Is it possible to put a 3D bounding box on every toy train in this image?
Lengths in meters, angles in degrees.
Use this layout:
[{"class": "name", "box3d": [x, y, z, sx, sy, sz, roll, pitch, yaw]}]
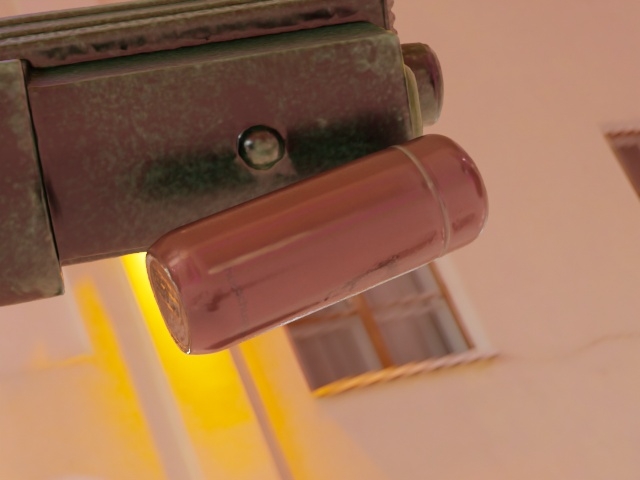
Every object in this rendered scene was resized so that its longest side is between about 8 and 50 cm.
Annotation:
[{"class": "toy train", "box3d": [-0.090, -0.046, 0.722, 0.330, 0.139, 0.178, -10, 14, -7]}]

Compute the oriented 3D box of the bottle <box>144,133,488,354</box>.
[{"class": "bottle", "box3d": [0.000, 0.000, 0.595, 0.140, 0.053, 0.053, -23, -23, -20]}]
